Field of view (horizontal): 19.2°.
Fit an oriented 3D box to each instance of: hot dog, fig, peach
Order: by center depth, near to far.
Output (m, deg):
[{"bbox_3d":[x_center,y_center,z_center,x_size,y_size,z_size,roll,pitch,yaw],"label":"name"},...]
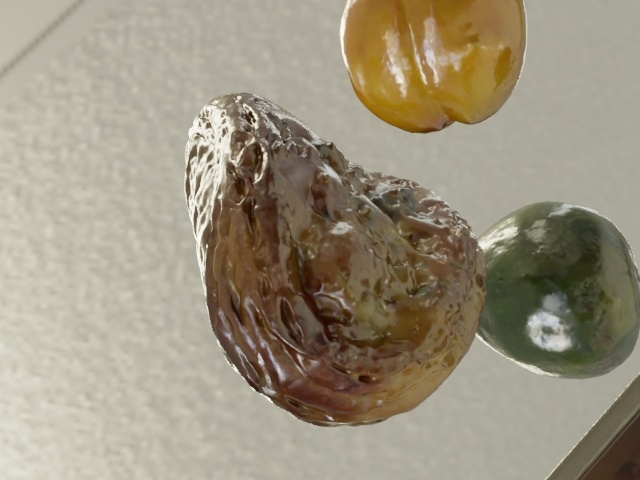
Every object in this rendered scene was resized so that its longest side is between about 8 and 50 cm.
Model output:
[{"bbox_3d":[0.085,-0.142,1.376,0.138,0.138,0.138,-19,-67,-57],"label":"peach"},{"bbox_3d":[0.000,0.000,1.642,0.267,0.387,0.174,29,-70,-21],"label":"hot dog"},{"bbox_3d":[0.223,0.059,1.999,0.195,0.245,0.195,26,-120,-58],"label":"fig"}]

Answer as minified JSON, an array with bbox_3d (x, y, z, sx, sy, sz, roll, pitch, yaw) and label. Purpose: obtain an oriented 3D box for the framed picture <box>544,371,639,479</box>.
[{"bbox_3d":[0.279,0.184,1.070,0.211,0.289,0.020,-45,-14,-17],"label":"framed picture"}]
